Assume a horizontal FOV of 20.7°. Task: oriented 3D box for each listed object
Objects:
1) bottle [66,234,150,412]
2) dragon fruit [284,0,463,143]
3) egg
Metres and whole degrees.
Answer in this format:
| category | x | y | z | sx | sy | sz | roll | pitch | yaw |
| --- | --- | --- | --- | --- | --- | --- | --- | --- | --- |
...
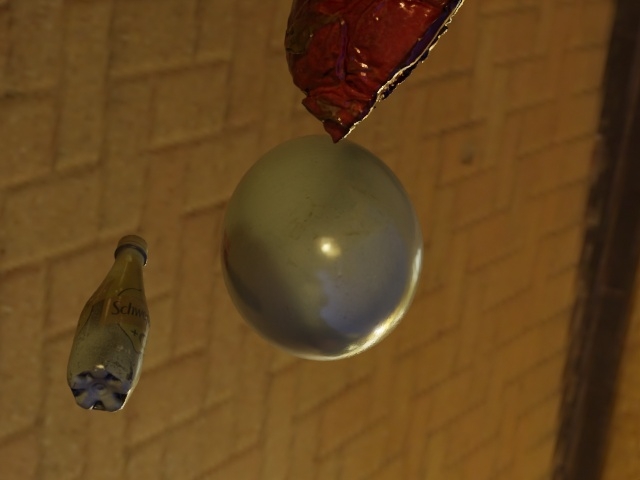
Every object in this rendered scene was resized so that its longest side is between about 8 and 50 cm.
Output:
| category | x | y | z | sx | sy | sz | roll | pitch | yaw |
| --- | --- | --- | --- | --- | --- | --- | --- | --- | --- |
| bottle | -0.235 | 0.085 | 2.015 | 0.270 | 0.083 | 0.083 | -85 | 171 | -52 |
| dragon fruit | 0.030 | -0.167 | 1.270 | 0.161 | 0.127 | 0.120 | -50 | 170 | -38 |
| egg | 0.000 | 0.000 | 1.991 | 0.371 | 0.230 | 0.230 | -97 | -170 | -68 |
